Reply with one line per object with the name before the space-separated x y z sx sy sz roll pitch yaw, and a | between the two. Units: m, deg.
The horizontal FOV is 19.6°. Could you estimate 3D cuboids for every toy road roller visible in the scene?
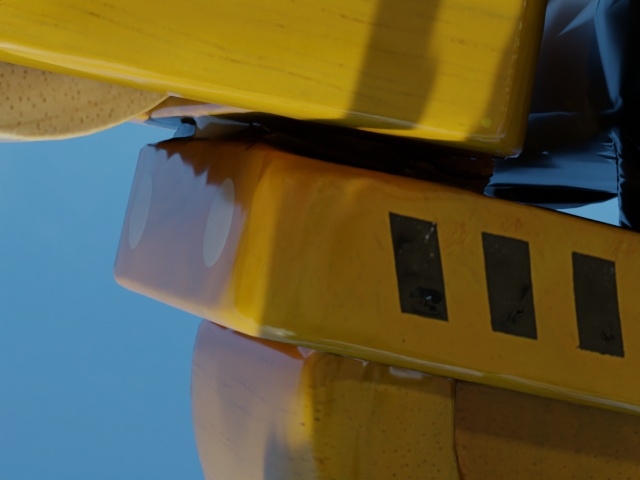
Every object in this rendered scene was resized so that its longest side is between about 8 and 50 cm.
toy road roller | 0.000 0.000 0.523 0.330 0.240 0.202 12 179 -18
